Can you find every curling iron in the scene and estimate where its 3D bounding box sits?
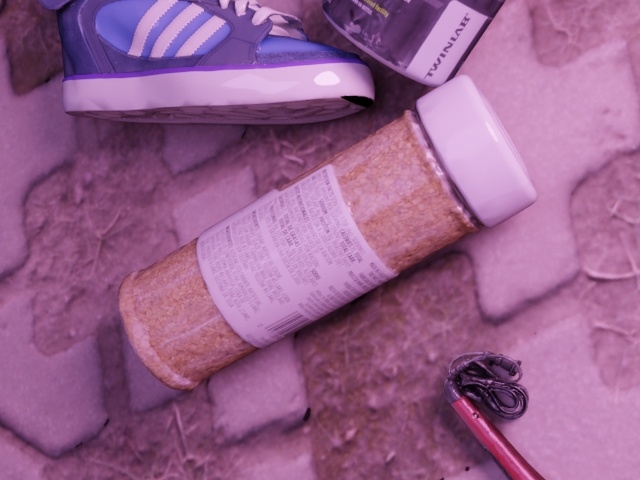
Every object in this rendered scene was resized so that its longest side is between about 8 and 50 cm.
[{"bbox_3d":[0.192,0.203,0.739,0.068,0.035,0.274,-37,74,13],"label":"curling iron"}]

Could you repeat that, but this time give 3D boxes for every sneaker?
[{"bbox_3d":[-0.102,-0.230,0.836,0.323,0.130,0.236,2,89,25],"label":"sneaker"}]

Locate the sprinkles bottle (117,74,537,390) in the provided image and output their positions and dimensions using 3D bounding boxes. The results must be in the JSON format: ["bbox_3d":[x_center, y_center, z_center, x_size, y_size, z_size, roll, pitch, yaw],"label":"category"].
[{"bbox_3d":[0.000,0.000,0.781,0.355,0.121,0.121,-30,76,14],"label":"sprinkles bottle"}]

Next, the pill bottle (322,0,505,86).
[{"bbox_3d":[0.115,-0.257,0.735,0.130,0.130,0.245,41,113,18],"label":"pill bottle"}]
